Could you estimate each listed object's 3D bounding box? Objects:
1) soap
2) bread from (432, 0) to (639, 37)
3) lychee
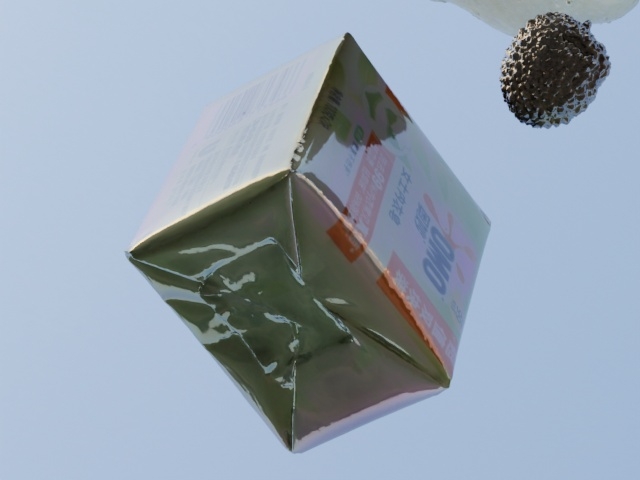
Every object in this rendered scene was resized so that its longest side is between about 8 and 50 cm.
[{"bbox_3d":[0.000,0.000,1.240,0.138,0.199,0.182,-26,-67,27],"label":"soap"},{"bbox_3d":[0.090,-0.245,1.372,0.316,0.316,0.054,33,-106,15],"label":"bread"},{"bbox_3d":[0.144,-0.104,1.189,0.068,0.067,0.083,23,-121,26],"label":"lychee"}]
